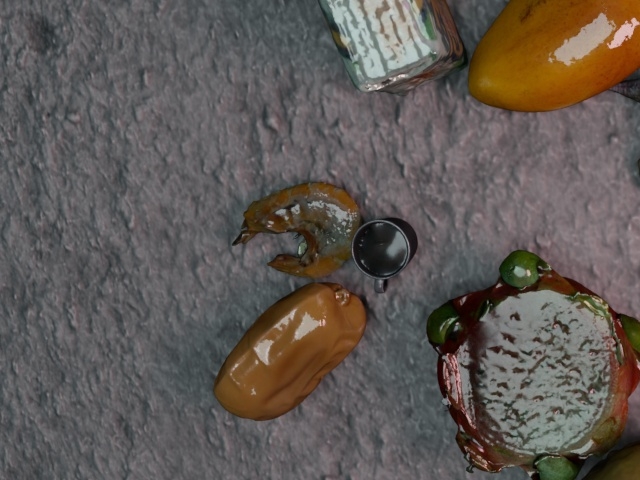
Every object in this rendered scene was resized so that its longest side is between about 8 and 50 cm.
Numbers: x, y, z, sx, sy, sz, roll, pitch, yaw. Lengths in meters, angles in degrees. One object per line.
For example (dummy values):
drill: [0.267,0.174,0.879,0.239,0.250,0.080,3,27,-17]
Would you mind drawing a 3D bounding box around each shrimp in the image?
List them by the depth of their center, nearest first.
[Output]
shrimp: [-0.033,-0.009,1.259,0.187,0.051,0.132,-9,90,21]

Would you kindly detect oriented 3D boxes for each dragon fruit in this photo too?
dragon fruit: [0.265,0.154,1.144,0.268,0.130,0.295,2,98,18]

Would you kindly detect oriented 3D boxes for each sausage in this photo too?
sausage: [-0.040,0.148,1.248,0.241,0.136,0.120,-46,76,14]

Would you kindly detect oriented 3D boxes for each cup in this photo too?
cup: [0.086,0.019,1.213,0.078,0.077,0.100,10,100,17]

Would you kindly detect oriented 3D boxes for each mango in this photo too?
mango: [0.288,-0.237,1.088,0.252,0.126,0.154,-25,78,21]

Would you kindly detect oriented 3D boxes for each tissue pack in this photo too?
tissue pack: [0.059,-0.332,1.096,0.128,0.228,0.311,-23,91,19]

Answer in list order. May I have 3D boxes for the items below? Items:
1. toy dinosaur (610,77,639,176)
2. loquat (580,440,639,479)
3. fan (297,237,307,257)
toy dinosaur: [0.462,-0.140,1.034,0.294,0.077,0.162,-4,121,43]
loquat: [0.435,0.352,1.052,0.276,0.276,0.284,-47,69,18]
fan: [-0.007,0.005,1.281,0.060,0.003,0.080,-15,92,20]
